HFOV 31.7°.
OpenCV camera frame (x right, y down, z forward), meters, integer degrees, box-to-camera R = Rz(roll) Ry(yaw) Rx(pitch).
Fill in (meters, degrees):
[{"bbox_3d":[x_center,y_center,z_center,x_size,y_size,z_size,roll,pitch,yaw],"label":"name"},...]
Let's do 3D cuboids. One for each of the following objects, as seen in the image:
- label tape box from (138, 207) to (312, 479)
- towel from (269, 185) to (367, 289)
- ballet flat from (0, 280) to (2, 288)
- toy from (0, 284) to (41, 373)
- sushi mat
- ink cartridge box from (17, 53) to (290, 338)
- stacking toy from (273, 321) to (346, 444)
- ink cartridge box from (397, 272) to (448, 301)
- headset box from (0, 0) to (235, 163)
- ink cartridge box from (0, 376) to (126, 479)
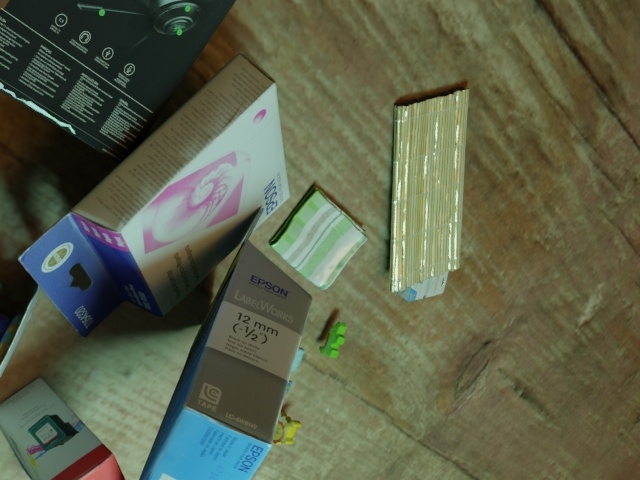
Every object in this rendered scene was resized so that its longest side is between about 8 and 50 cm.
[{"bbox_3d":[-0.109,0.165,1.387,0.347,0.115,0.249,-71,-172,-48],"label":"label tape box"},{"bbox_3d":[0.000,0.000,1.649,0.113,0.023,0.152,-54,139,-4],"label":"towel"},{"bbox_3d":[-0.435,0.107,1.275,0.070,0.070,0.188,31,90,-50],"label":"ballet flat"},{"bbox_3d":[-0.393,0.147,1.309,0.056,0.137,0.237,22,100,-11],"label":"toy"},{"bbox_3d":[0.169,-0.074,1.747,0.151,0.019,0.316,-21,123,-36],"label":"sushi mat"},{"bbox_3d":[-0.174,-0.022,1.331,0.330,0.071,0.324,-46,166,-13],"label":"ink cartridge box"},{"bbox_3d":[-0.066,0.205,1.702,0.167,0.052,0.221,20,98,-51],"label":"stacking toy"},{"bbox_3d":[0.169,0.067,1.853,0.083,0.028,0.048,-9,120,-40],"label":"ink cartridge box"},{"bbox_3d":[-0.237,-0.263,1.162,0.246,0.131,0.283,33,91,-49],"label":"headset box"},{"bbox_3d":[-0.300,0.287,1.382,0.078,0.231,0.134,-35,135,-23],"label":"ink cartridge box"}]
